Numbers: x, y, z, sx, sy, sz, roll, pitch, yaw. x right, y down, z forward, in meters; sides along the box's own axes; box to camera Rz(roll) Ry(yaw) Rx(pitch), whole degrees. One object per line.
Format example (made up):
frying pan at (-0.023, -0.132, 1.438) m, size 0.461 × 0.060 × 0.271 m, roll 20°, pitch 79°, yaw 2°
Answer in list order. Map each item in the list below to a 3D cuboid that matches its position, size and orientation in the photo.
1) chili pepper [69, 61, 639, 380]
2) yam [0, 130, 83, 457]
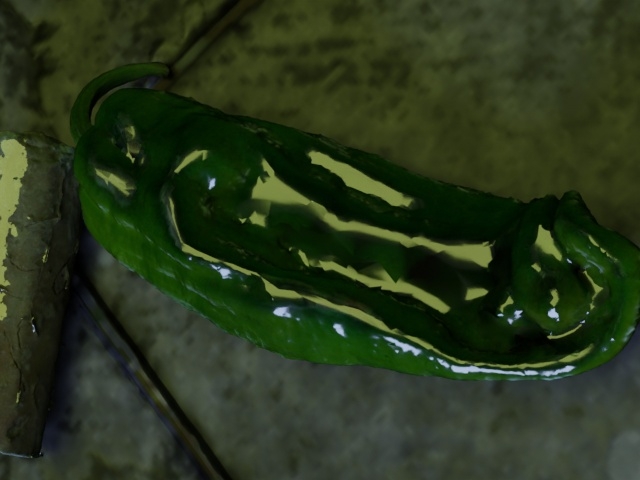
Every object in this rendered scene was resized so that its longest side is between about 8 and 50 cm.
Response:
chili pepper at (0.000, -0.004, 0.585) m, size 0.257 × 0.074 × 0.100 m, roll 17°, pitch 87°, yaw 23°
yam at (-0.130, 0.021, 0.650) m, size 0.054 × 0.054 × 0.132 m, roll 6°, pitch 86°, yaw 27°
